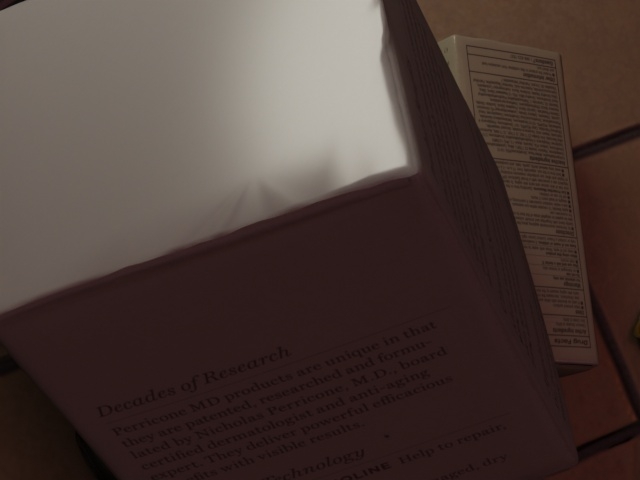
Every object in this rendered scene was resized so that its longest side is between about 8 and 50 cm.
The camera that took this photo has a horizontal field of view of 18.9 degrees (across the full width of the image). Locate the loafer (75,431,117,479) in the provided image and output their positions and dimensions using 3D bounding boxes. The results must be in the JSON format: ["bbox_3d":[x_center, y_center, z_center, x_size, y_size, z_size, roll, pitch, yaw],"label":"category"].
[{"bbox_3d":[-0.118,0.247,1.685,0.096,0.084,0.267,-38,94,-28],"label":"loafer"}]

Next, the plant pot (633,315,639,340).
[{"bbox_3d":[0.477,0.056,1.898,0.187,0.212,0.212,40,65,-20],"label":"plant pot"}]

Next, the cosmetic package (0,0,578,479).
[{"bbox_3d":[-0.032,0.002,1.505,0.327,0.393,0.329,-20,47,11],"label":"cosmetic package"}]

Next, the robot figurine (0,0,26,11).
[{"bbox_3d":[-0.265,-0.172,1.644,0.278,0.209,0.173,-37,49,-22],"label":"robot figurine"}]

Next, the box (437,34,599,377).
[{"bbox_3d":[0.157,-0.023,1.817,0.148,0.121,0.311,7,72,-36],"label":"box"}]
